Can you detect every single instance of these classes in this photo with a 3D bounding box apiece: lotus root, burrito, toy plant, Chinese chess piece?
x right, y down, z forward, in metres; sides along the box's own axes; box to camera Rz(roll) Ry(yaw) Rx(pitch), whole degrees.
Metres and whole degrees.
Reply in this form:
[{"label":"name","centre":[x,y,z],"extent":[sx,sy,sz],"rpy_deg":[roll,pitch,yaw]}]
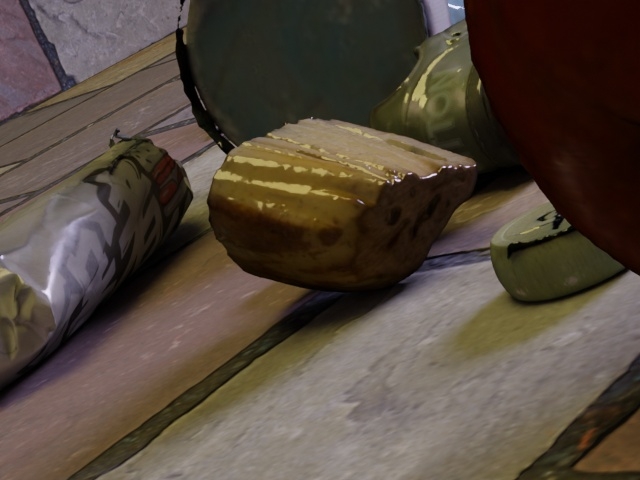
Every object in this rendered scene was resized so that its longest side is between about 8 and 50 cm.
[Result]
[{"label":"lotus root","centre":[0.010,-0.016,1.036],"extent":[0.135,0.095,0.159],"rpy_deg":[15,25,36]},{"label":"burrito","centre":[-0.189,0.000,1.328],"extent":[0.139,0.101,0.445],"rpy_deg":[-37,6,27]},{"label":"toy plant","centre":[0.054,-0.192,1.457],"extent":[0.247,0.247,0.332],"rpy_deg":[-17,8,33]},{"label":"Chinese chess piece","centre":[0.128,-0.001,0.889],"extent":[0.084,0.034,0.084],"rpy_deg":[-23,12,5]}]

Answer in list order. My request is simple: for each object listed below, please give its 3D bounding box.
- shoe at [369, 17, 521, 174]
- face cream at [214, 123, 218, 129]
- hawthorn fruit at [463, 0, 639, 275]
[{"label":"shoe","centre":[0.127,-0.128,1.236],"extent":[0.149,0.109,0.293],"rpy_deg":[-13,20,31]},{"label":"face cream","centre":[-0.024,-0.224,1.955],"extent":[0.274,0.096,0.154],"rpy_deg":[-43,12,8]},{"label":"hawthorn fruit","centre":[0.188,-0.097,0.675],"extent":[0.275,0.275,0.300],"rpy_deg":[-11,33,46]}]
